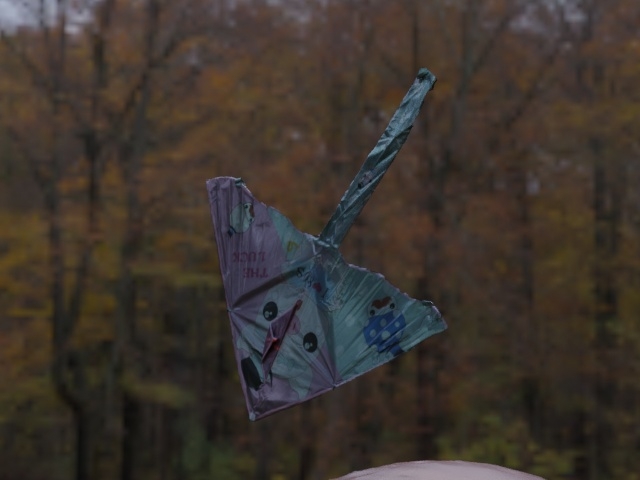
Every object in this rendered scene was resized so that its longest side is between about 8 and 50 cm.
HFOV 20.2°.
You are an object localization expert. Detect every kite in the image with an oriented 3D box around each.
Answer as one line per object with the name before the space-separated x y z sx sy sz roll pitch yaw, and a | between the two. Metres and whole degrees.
kite | 0.000 0.000 0.683 0.137 0.152 0.005 31 12 38

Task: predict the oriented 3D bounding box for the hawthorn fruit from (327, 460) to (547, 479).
hawthorn fruit | 0.023 0.114 0.332 0.169 0.188 0.169 24 22 -10
